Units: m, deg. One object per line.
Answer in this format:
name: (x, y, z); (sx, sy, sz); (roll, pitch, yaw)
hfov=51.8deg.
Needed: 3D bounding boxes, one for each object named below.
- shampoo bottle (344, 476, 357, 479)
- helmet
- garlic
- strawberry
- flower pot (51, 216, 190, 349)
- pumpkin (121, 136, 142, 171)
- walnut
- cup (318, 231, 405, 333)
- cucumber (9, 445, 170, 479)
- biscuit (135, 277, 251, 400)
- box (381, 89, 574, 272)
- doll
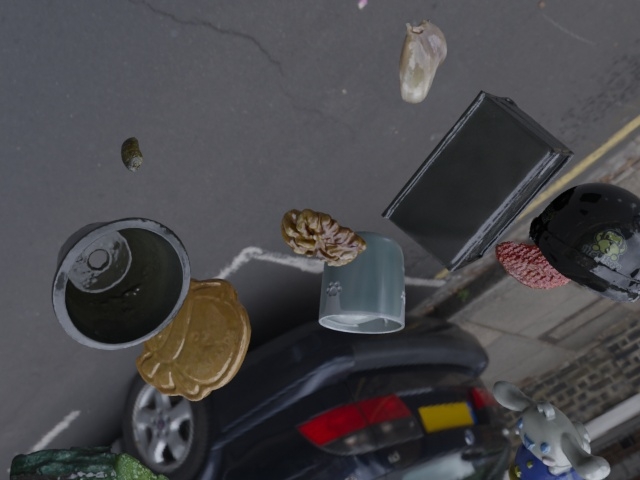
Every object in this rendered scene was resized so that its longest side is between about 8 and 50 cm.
shampoo bottle: (0.099, 0.664, 1.421); (0.092, 0.303, 0.092); (-9, 144, -6)
helmet: (0.514, -0.015, 1.189); (0.160, 0.231, 0.279); (-61, 170, 24)
garlic: (0.265, -0.465, 1.702); (0.110, 0.217, 0.228); (14, 175, 14)
strawberry: (0.621, 0.080, 1.870); (0.236, 0.106, 0.175); (-3, 152, 22)
flower pot: (-0.406, 0.061, 1.285); (0.269, 0.166, 0.268); (-17, 119, -32)
pumpkin: (-0.429, -0.195, 1.477); (0.050, 0.083, 0.028); (-29, 156, 27)
walnut: (0.000, 0.000, 1.283); (0.170, 0.069, 0.143); (23, 158, -8)
cup: (0.121, 0.143, 2.086); (0.260, 0.274, 0.356); (9, 161, -12)
cucumber: (-0.298, 0.322, 0.848); (0.193, 0.085, 0.115); (5, 137, 5)
biscuit: (-0.345, 0.244, 1.682); (0.351, 0.311, 0.057); (5, 178, 21)
box: (0.350, -0.126, 1.455); (0.345, 0.204, 0.251); (-53, 161, 23)
doll: (0.476, 0.421, 1.278); (0.160, 0.242, 0.311); (-3, -176, -14)
